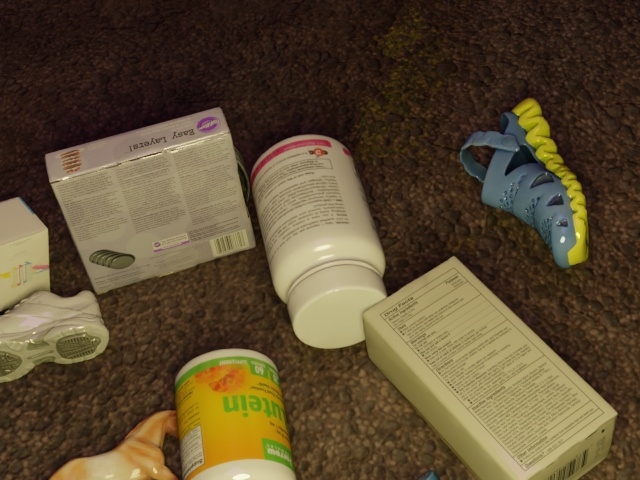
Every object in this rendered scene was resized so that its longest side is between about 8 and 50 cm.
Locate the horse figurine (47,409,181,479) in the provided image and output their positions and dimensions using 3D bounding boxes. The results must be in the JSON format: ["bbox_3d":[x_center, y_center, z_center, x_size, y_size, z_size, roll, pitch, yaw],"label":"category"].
[{"bbox_3d":[-0.265,0.320,1.353,0.263,0.066,0.174,-22,59,-14],"label":"horse figurine"}]

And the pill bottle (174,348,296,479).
[{"bbox_3d":[-0.102,0.267,1.312,0.136,0.136,0.245,-11,50,-1],"label":"pill bottle"}]

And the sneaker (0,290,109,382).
[{"bbox_3d":[-0.420,0.127,1.529,0.232,0.090,0.115,-8,43,-10],"label":"sneaker"}]

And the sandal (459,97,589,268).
[{"bbox_3d":[0.297,-0.074,1.569,0.138,0.126,0.317,-16,42,0],"label":"sandal"}]

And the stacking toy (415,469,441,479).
[{"bbox_3d":[0.022,0.388,1.217,0.302,0.175,0.166,-23,84,13],"label":"stacking toy"}]

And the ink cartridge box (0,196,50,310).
[{"bbox_3d":[-0.458,0.027,1.579,0.090,0.143,0.092,-23,49,-33],"label":"ink cartridge box"}]

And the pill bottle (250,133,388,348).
[{"bbox_3d":[0.000,0.000,1.515,0.160,0.160,0.283,-13,50,-3],"label":"pill bottle"}]

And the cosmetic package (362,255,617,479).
[{"bbox_3d":[0.208,0.182,1.369,0.160,0.113,0.309,-30,53,-16],"label":"cosmetic package"}]

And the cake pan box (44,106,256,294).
[{"bbox_3d":[-0.230,-0.054,1.537,0.267,0.246,0.070,-17,51,-5],"label":"cake pan box"}]
